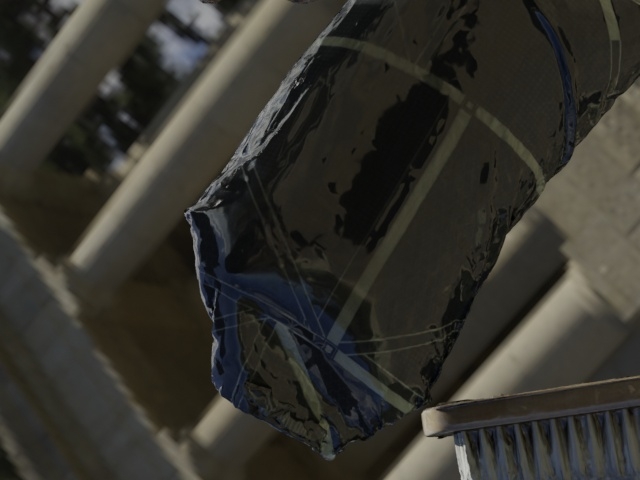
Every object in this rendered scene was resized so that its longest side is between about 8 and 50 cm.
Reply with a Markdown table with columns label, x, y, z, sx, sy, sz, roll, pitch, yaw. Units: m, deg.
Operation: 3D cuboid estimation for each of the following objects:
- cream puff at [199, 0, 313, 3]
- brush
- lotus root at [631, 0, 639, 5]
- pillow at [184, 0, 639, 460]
| label | x | y | z | sx | sy | sz | roll | pitch | yaw |
| --- | --- | --- | --- | --- | --- | --- | --- | --- | --- |
| cream puff | -0.051 | -0.323 | 1.590 | 0.155 | 0.269 | 0.241 | 5 | -111 | -74 |
| brush | 0.217 | 0.095 | 0.976 | 0.070 | 0.328 | 0.065 | 15 | -116 | -72 |
| lotus root | 0.109 | -0.187 | 0.575 | 0.175 | 0.175 | 0.349 | 28 | -154 | -34 |
| pillow | 0.051 | -0.047 | 0.933 | 0.161 | 0.335 | 0.092 | 34 | 166 | 8 |
